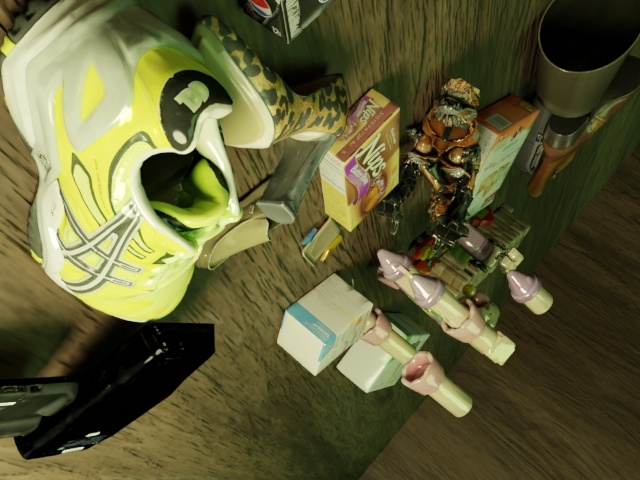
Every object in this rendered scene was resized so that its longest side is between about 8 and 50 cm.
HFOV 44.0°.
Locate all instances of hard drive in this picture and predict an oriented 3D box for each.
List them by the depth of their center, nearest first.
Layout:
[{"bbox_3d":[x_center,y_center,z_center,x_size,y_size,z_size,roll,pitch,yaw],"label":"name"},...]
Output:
[{"bbox_3d":[0.560,-0.320,1.741,0.339,0.064,0.237,-44,158,-22],"label":"hard drive"}]

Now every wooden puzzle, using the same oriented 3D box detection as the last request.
[{"bbox_3d":[0.000,0.000,1.172,0.078,0.014,0.116,-52,160,-12],"label":"wooden puzzle"}]

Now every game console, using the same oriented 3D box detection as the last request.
[{"bbox_3d":[-0.260,0.147,0.757,0.213,0.044,0.361,-38,160,17],"label":"game console"}]

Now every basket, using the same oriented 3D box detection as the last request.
[{"bbox_3d":[0.462,-0.325,1.416,0.204,0.154,0.227,-47,163,-9],"label":"basket"}]

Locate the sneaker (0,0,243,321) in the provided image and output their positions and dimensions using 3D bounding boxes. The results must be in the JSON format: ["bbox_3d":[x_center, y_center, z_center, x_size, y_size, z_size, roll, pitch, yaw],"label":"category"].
[{"bbox_3d":[-0.145,-0.020,0.641,0.145,0.147,0.385,-44,161,-25],"label":"sneaker"}]

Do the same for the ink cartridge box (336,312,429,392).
[{"bbox_3d":[0.145,0.245,1.769,0.154,0.093,0.212,-55,161,7],"label":"ink cartridge box"}]

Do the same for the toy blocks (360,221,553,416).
[{"bbox_3d":[0.187,0.075,1.355,0.309,0.260,0.288,-50,-157,-1],"label":"toy blocks"}]

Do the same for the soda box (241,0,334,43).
[{"bbox_3d":[0.005,-0.253,0.693,0.169,0.060,0.053,-45,160,-18],"label":"soda box"}]

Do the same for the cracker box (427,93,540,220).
[{"bbox_3d":[0.305,-0.146,1.489,0.155,0.067,0.232,-31,152,-41],"label":"cracker box"}]

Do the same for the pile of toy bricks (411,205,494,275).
[{"bbox_3d":[0.281,0.010,1.642,0.212,0.105,0.118,-37,155,-33],"label":"pile of toy bricks"}]

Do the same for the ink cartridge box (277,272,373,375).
[{"bbox_3d":[0.014,0.132,1.307,0.143,0.090,0.092,-35,154,-36],"label":"ink cartridge box"}]

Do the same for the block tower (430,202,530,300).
[{"bbox_3d":[0.382,0.035,1.917,0.335,0.097,0.091,-37,156,-38],"label":"block tower"}]

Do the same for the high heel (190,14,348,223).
[{"bbox_3d":[-0.043,-0.161,0.765,0.261,0.093,0.186,66,41,-54],"label":"high heel"}]

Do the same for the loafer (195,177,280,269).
[{"bbox_3d":[-0.084,-0.016,0.914,0.148,0.050,0.056,-44,158,-19],"label":"loafer"}]

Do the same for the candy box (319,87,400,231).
[{"bbox_3d":[0.053,-0.102,1.056,0.109,0.053,0.187,-45,160,-17],"label":"candy box"}]

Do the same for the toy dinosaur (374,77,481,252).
[{"bbox_3d":[0.199,-0.107,1.237,0.218,0.164,0.322,-61,142,-22],"label":"toy dinosaur"}]

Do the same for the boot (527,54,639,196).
[{"bbox_3d":[0.554,-0.230,1.657,0.264,0.096,0.280,-47,160,-12],"label":"boot"}]
